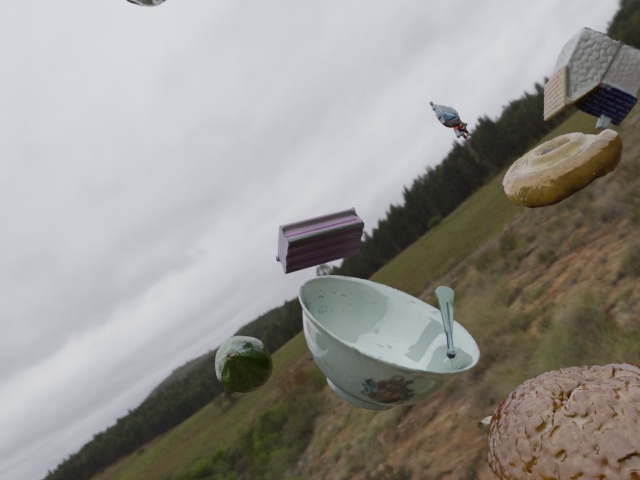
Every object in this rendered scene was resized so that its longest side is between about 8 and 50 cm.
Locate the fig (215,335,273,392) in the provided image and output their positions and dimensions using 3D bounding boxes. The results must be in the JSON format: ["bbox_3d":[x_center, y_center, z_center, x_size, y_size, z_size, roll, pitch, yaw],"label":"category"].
[{"bbox_3d":[-0.166,0.252,1.146,0.123,0.123,0.156,-29,-28,-17],"label":"fig"}]

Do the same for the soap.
[{"bbox_3d":[0.000,0.000,1.293,0.203,0.065,0.122,-15,-40,-22],"label":"soap"}]

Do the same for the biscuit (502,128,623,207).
[{"bbox_3d":[0.525,-0.163,1.225,0.213,0.091,0.274,-39,14,-17],"label":"biscuit"}]

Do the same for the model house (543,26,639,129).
[{"bbox_3d":[0.340,-0.191,0.682,0.088,0.101,0.100,29,-94,-85],"label":"model house"}]

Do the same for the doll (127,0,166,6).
[{"bbox_3d":[-0.351,-0.509,1.012,0.110,0.181,0.107,-55,3,-26],"label":"doll"}]

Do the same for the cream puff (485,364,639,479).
[{"bbox_3d":[0.356,0.261,0.644,0.212,0.303,0.303,-60,-7,-3],"label":"cream puff"}]

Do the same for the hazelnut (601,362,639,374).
[{"bbox_3d":[0.780,0.385,1.355,0.182,0.182,0.182,-31,-7,-4],"label":"hazelnut"}]

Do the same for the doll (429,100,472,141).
[{"bbox_3d":[0.273,-0.254,1.135,0.057,0.114,0.039,-50,4,-17],"label":"doll"}]

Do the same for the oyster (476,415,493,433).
[{"bbox_3d":[0.403,0.391,1.003,0.133,0.209,0.072,-35,-10,2],"label":"oyster"}]

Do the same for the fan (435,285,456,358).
[{"bbox_3d":[0.244,0.151,1.031,0.193,0.038,0.016,-79,-7,-55],"label":"fan"}]

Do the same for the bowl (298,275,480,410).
[{"bbox_3d":[0.126,0.261,1.252,0.435,0.435,0.195,-16,-53,-65],"label":"bowl"}]
